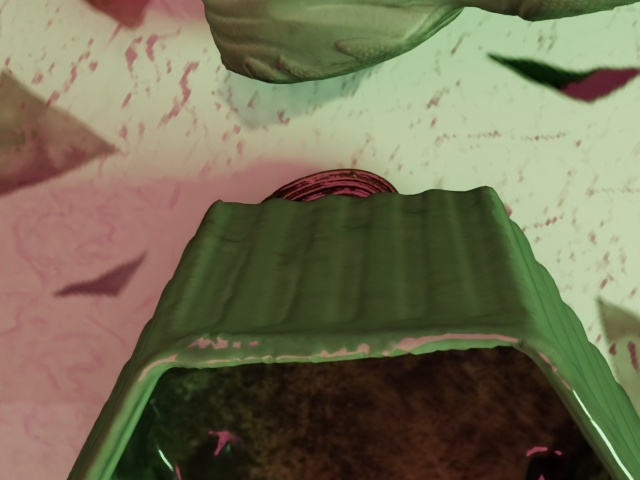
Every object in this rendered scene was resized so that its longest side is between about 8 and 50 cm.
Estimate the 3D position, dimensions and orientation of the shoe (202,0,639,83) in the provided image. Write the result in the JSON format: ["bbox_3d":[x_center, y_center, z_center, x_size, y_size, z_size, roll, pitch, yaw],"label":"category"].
[{"bbox_3d":[0.052,-0.185,0.428,0.342,0.132,0.210,-10,119,40],"label":"shoe"}]

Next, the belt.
[{"bbox_3d":[0.000,0.000,0.577,0.083,0.036,0.059,-34,83,3],"label":"belt"}]

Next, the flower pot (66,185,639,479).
[{"bbox_3d":[0.016,0.100,0.481,0.239,0.189,0.209,-3,107,5],"label":"flower pot"}]
